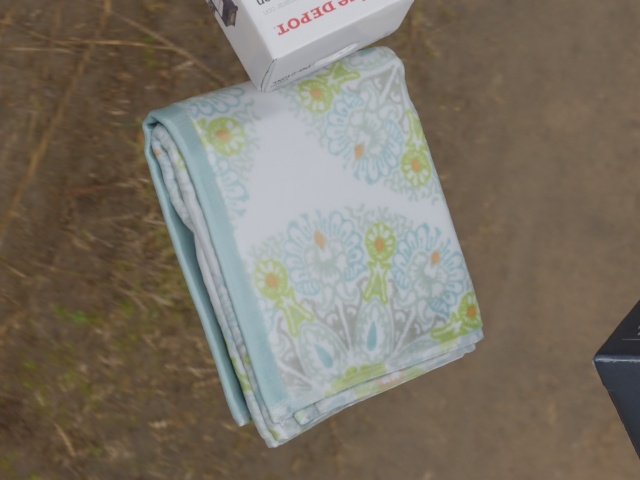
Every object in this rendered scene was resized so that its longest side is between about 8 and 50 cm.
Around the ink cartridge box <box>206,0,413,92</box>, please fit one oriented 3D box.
[{"bbox_3d":[-0.037,-0.291,1.542,0.172,0.100,0.237,-27,83,-17],"label":"ink cartridge box"}]

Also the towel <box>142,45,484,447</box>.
[{"bbox_3d":[0.000,0.000,1.700,0.320,0.090,0.374,-20,93,-35],"label":"towel"}]

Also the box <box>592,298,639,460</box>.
[{"bbox_3d":[0.519,0.130,1.697,0.395,0.212,0.293,-44,116,-36],"label":"box"}]
